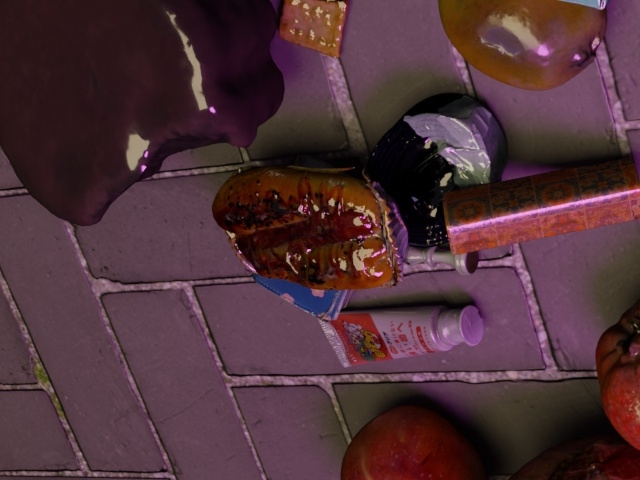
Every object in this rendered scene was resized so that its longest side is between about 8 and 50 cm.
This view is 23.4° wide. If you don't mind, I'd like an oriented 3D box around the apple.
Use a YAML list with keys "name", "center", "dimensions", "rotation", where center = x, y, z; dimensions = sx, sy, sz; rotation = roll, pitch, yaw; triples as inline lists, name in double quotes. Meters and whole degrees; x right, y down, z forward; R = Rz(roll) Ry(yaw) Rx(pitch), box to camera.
- name: "apple"
  center: [0.128, 0.314, 2.035]
  dimensions: [0.201, 0.162, 0.201]
  rotation: [12, 134, 13]

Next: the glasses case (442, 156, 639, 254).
- name: "glasses case"
  center: [0.248, -0.042, 1.730]
  dimensions: [0.218, 0.075, 0.049]
  rotation: [-11, 126, 8]

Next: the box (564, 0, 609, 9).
- name: "box"
  center: [0.177, -0.344, 1.547]
  dimensions: [0.311, 0.205, 0.118]
  rotation: [14, 127, 20]

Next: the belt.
- name: "belt"
  center: [0.138, -0.082, 1.820]
  dimensions: [0.151, 0.078, 0.198]
  rotation: [36, 129, 6]

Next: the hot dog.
- name: "hot dog"
  center: [-0.014, -0.011, 1.865]
  dimensions: [0.270, 0.082, 0.163]
  rotation: [4, 120, 35]

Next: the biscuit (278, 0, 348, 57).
- name: "biscuit"
  center: [-0.008, -0.262, 1.822]
  dimensions: [0.083, 0.018, 0.081]
  rotation: [21, 128, 16]

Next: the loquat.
- name: "loquat"
  center: [0.210, -0.242, 1.639]
  dimensions: [0.195, 0.152, 0.152]
  rotation: [33, 130, 17]

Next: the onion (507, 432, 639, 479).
- name: "onion"
  center: [0.353, 0.400, 1.869]
  dimensions: [0.353, 0.353, 0.354]
  rotation: [14, 125, 21]

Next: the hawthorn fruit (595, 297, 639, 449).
- name: "hawthorn fruit"
  center: [0.444, 0.169, 1.744]
  dimensions: [0.262, 0.210, 0.210]
  rotation: [38, 132, -17]

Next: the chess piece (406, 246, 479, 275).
- name: "chess piece"
  center: [0.147, 0.019, 1.908]
  dimensions: [0.093, 0.042, 0.042]
  rotation: [5, 122, 34]

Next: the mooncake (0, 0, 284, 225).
- name: "mooncake"
  center: [-0.231, -0.225, 1.841]
  dimensions: [0.381, 0.212, 0.351]
  rotation: [-10, 110, 36]

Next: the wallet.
- name: "wallet"
  center: [0.000, 0.000, 1.960]
  dimensions: [0.141, 0.059, 0.202]
  rotation: [28, 129, 8]

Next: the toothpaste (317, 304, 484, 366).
- name: "toothpaste"
  center: [0.102, 0.118, 1.992]
  dimensions: [0.234, 0.057, 0.089]
  rotation: [-8, 117, 41]
